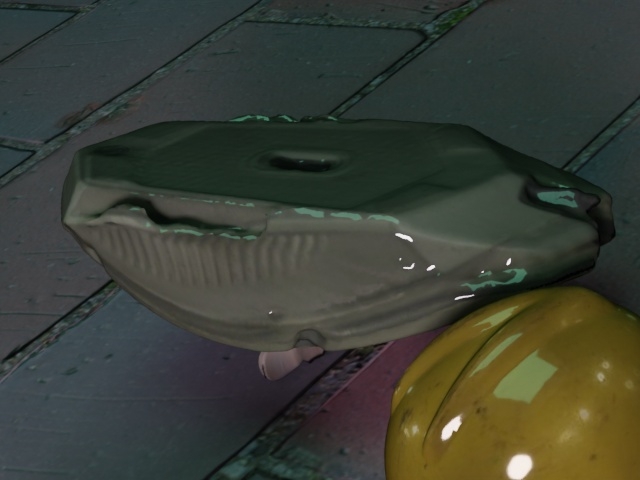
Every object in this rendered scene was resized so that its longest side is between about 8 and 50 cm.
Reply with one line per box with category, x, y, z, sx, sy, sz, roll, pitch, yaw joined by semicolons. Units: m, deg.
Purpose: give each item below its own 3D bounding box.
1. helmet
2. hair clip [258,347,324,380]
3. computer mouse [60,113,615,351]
helmet;0.143;0.101;0.989;0.257;0.140;0.205;-26;28;-8
hair clip;0.046;0.047;1.253;0.226;0.034;0.072;-24;27;-10
computer mouse;0.003;0.003;1.171;0.429;0.145;0.228;5;22;20
